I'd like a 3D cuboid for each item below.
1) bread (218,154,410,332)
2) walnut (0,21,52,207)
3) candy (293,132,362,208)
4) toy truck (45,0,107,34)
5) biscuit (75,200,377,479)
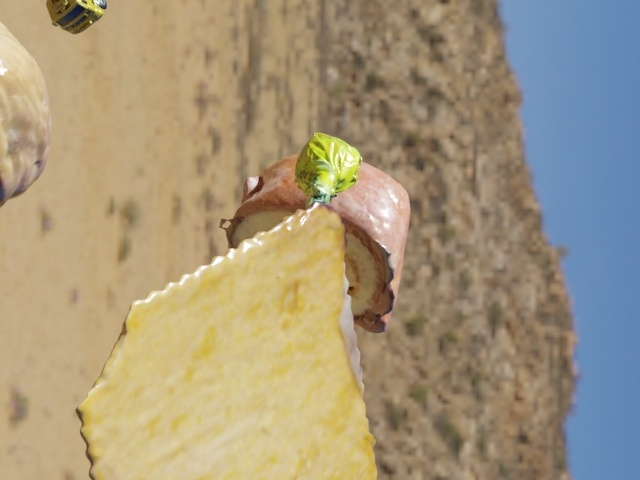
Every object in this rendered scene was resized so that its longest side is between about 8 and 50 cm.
[{"bbox_3d":[0.001,-0.010,1.969,0.123,0.244,0.190,-61,170,-50],"label":"bread"},{"bbox_3d":[-0.588,-0.209,2.500,0.306,0.306,0.344,-90,-173,-46],"label":"walnut"},{"bbox_3d":[-0.002,-0.048,1.729,0.077,0.073,0.262,-51,-169,22],"label":"candy"},{"bbox_3d":[-0.261,-0.257,1.602,0.054,0.049,0.083,21,42,-56],"label":"toy truck"},{"bbox_3d":[-0.047,0.117,0.922,0.237,0.013,0.232,-29,119,-45],"label":"biscuit"}]
